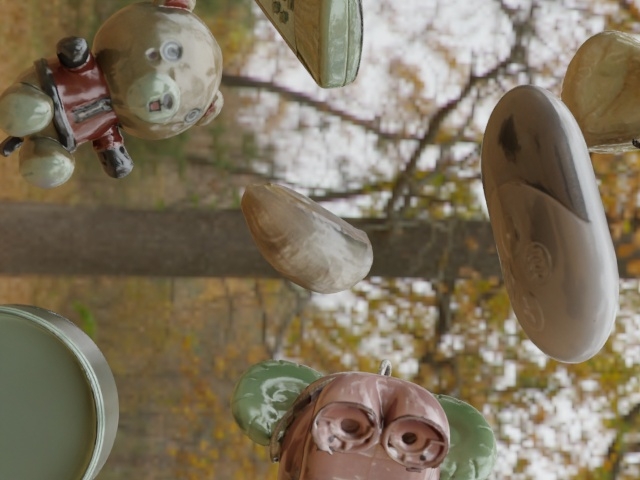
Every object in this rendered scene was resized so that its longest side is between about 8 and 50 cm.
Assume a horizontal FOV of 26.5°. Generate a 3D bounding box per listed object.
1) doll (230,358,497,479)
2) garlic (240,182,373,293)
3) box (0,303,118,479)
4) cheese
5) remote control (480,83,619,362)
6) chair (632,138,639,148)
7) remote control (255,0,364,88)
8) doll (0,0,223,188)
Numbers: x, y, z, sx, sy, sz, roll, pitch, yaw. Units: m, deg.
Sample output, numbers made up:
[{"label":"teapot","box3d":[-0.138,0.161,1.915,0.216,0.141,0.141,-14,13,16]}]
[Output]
[{"label":"doll","box3d":[0.048,0.195,1.376,0.268,0.284,0.216,-85,-171,-66]},{"label":"garlic","box3d":[-0.001,0.007,1.535,0.087,0.196,0.101,-45,-136,21]},{"label":"box","box3d":[-0.322,0.176,1.361,0.149,0.226,0.226,134,-43,-86]},{"label":"cheese","box3d":[0.500,-0.248,2.263,0.218,0.235,0.117,66,14,14]},{"label":"remote control","box3d":[0.263,-0.020,1.585,0.221,0.104,0.332,134,-53,-69]},{"label":"chair","box3d":[0.613,-0.096,2.106,0.174,0.213,0.149,-31,-122,52]},{"label":"remote control","box3d":[-0.026,-0.211,1.063,0.233,0.038,0.098,-121,-154,-47]},{"label":"doll","box3d":[-0.291,-0.205,1.871,0.174,0.330,0.235,43,-27,53]}]
